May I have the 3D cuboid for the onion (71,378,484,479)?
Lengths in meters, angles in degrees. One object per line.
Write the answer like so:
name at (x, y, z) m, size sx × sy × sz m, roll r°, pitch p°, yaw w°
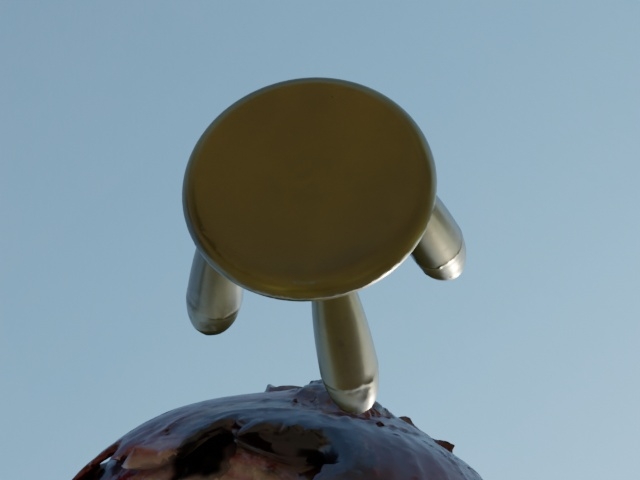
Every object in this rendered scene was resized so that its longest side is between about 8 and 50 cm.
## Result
onion at (-0.014, 0.244, 1.177) m, size 0.341 × 0.341 × 0.341 m, roll -2°, pitch -73°, yaw -7°

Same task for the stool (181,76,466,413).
stool at (0.000, 0.000, 0.841) m, size 0.135 × 0.134 × 0.110 m, roll -13°, pitch -29°, yaw -2°
